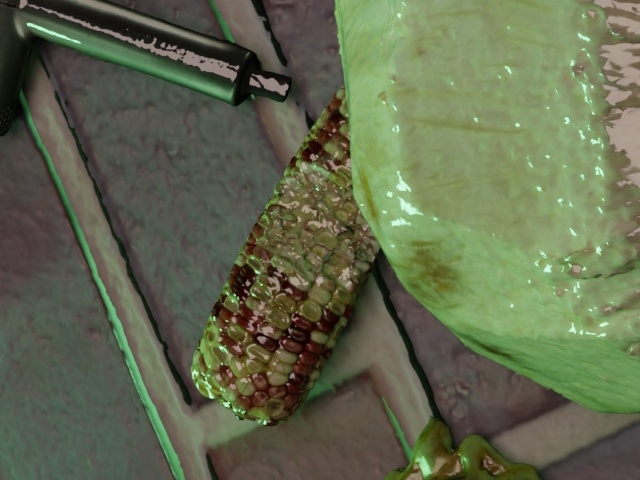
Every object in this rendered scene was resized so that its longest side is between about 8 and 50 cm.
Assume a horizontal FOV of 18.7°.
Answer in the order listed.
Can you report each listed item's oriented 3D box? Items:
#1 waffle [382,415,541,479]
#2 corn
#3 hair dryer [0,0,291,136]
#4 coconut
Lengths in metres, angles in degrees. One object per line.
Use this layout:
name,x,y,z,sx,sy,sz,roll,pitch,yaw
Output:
waffle,0.099,0.262,1.402,0.204,0.054,0.223,37,97,18
corn,0.000,0.000,1.438,0.098,0.098,0.289,29,94,19
hair dryer,-0.151,-0.229,1.532,0.284,0.156,0.320,8,101,0
coconut,0.182,-0.081,1.243,0.345,0.415,0.415,4,86,-22
